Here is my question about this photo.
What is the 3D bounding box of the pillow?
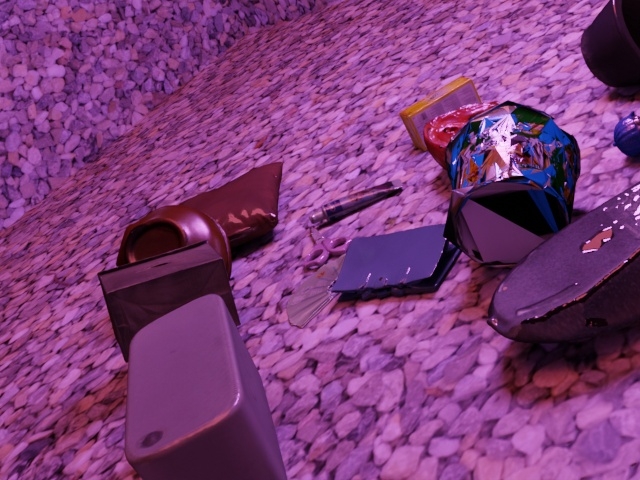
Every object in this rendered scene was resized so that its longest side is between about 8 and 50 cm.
[{"bbox_3d":[-0.229,-0.058,2.269,0.307,0.108,0.305,-23,26,13],"label":"pillow"}]

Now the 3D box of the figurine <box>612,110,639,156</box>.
[{"bbox_3d":[0.590,-0.189,1.674,0.149,0.086,0.087,1,75,31],"label":"figurine"}]

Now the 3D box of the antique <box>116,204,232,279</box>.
[{"bbox_3d":[-0.323,0.032,2.081,0.278,0.129,0.224,14,84,30],"label":"antique"}]

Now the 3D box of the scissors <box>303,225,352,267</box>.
[{"bbox_3d":[0.000,0.001,2.002,0.110,0.021,0.212,-27,23,-3],"label":"scissors"}]

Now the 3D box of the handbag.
[{"bbox_3d":[0.134,0.046,1.720,0.221,0.057,0.144,-9,37,37],"label":"handbag"}]

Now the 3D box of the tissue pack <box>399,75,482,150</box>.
[{"bbox_3d":[0.281,-0.292,2.202,0.176,0.095,0.062,-33,22,-8],"label":"tissue pack"}]

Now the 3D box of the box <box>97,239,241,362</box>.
[{"bbox_3d":[-0.295,0.111,1.855,0.231,0.156,0.149,-16,18,-15],"label":"box"}]

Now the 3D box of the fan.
[{"bbox_3d":[-0.001,0.092,1.828,0.131,0.009,0.240,-13,27,37],"label":"fan"}]

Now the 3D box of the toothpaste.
[{"bbox_3d":[0.077,-0.085,2.080,0.216,0.037,0.062,-22,22,3],"label":"toothpaste"}]

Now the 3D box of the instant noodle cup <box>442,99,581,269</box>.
[{"bbox_3d":[0.314,-0.077,1.570,0.240,0.240,0.178,-17,32,25],"label":"instant noodle cup"}]

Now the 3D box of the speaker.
[{"bbox_3d":[-0.173,0.257,1.443,0.183,0.184,0.406,-28,23,1],"label":"speaker"}]

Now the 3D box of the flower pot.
[{"bbox_3d":[0.624,-0.401,1.932,0.235,0.235,0.148,-46,9,-36],"label":"flower pot"}]

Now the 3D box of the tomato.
[{"bbox_3d":[0.325,-0.199,1.958,0.227,0.101,0.228,-16,27,8],"label":"tomato"}]

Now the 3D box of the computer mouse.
[{"bbox_3d":[0.408,0.041,1.333,0.374,0.114,0.203,-34,25,6],"label":"computer mouse"}]
